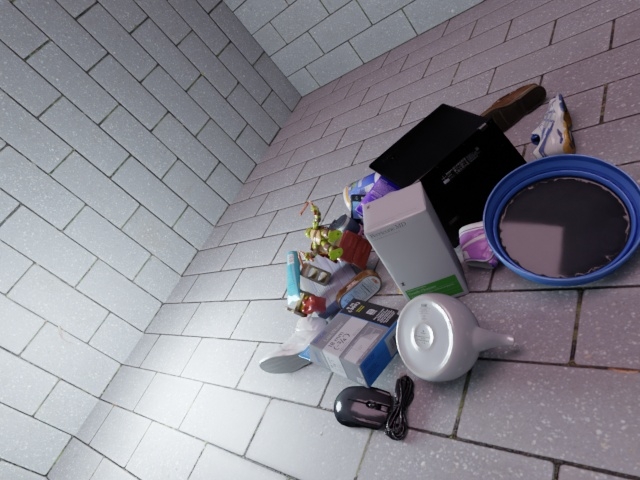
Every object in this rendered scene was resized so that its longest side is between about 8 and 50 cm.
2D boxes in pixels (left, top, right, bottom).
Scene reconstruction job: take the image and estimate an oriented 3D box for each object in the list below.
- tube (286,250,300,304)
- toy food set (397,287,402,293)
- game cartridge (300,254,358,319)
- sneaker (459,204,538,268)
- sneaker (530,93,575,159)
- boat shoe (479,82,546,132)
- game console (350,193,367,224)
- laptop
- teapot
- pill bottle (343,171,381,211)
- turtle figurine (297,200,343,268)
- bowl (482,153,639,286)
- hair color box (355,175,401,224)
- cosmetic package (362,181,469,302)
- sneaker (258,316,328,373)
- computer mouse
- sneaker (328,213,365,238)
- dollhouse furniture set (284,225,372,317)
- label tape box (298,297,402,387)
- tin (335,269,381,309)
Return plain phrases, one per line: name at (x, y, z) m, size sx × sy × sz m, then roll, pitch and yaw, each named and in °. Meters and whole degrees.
tube at (-0.105, 0.142, 1.755) m, size 0.080 × 0.052 × 0.207 m, roll -37°, pitch 46°, yaw 48°
toy food set at (0.311, 0.155, 1.575) m, size 0.083 × 0.020 × 0.083 m, roll 5°, pitch 55°, yaw 54°
game cartridge at (0.035, 0.162, 1.881) m, size 0.230 × 0.068 × 0.355 m, roll -45°, pitch 29°, yaw 8°
sneaker at (0.571, 0.005, 1.381) m, size 0.282 × 0.102 × 0.161 m, roll -24°, pitch 46°, yaw 37°
sneaker at (0.801, -0.400, 1.577) m, size 0.131 × 0.112 × 0.296 m, roll -18°, pitch 38°, yaw 40°
boat shoe at (0.748, -0.523, 1.822) m, size 0.307 × 0.110 × 0.104 m, roll -28°, pitch 28°, yaw 9°
game console at (0.182, -0.119, 1.947) m, size 0.124 × 0.143 × 0.085 m, roll 5°, pitch 26°, yaw 18°
laptop at (0.461, -0.250, 1.620) m, size 0.382 × 0.408 × 0.236 m, roll -40°, pitch 2°, yaw 0°
teapot at (0.343, 0.265, 1.237) m, size 0.252 × 0.187 × 0.256 m, roll -62°, pitch 39°, yaw 27°
pill bottle at (0.250, -0.225, 2.007) m, size 0.272 × 0.152 × 0.152 m, roll -22°, pitch 36°, yaw 35°
turtle figurine at (0.000, 0.000, 1.670) m, size 0.217 × 0.087 × 0.269 m, roll 27°, pitch 113°, yaw 53°
bowl at (0.654, -0.056, 1.231) m, size 0.392 × 0.077 × 0.390 m, roll -14°, pitch 57°, yaw 22°
hair color box at (0.289, -0.201, 1.777) m, size 0.110 × 0.185 × 0.338 m, roll 34°, pitch 85°, yaw 20°
cosmetic package at (0.295, 0.026, 1.385) m, size 0.197 × 0.365 × 0.155 m, roll -23°, pitch 35°, yaw 21°
sneaker at (-0.094, 0.392, 1.709) m, size 0.293 × 0.108 × 0.169 m, roll -23°, pitch 33°, yaw 17°
computer mouse at (0.135, 0.479, 1.327) m, size 0.272 × 0.072 × 0.188 m, roll -17°, pitch 40°, yaw 40°
sneaker at (0.102, -0.029, 2.008) m, size 0.112 × 0.131 × 0.319 m, roll -59°, pitch 9°, yaw -9°
dollhouse furniture set at (0.034, 0.141, 1.745) m, size 0.201 × 0.152 × 0.373 m, roll 14°, pitch 80°, yaw 56°
label tape box at (0.091, 0.310, 1.473) m, size 0.334 × 0.105 × 0.241 m, roll 8°, pitch 41°, yaw 47°
tin at (0.143, 0.188, 1.661) m, size 0.190 × 0.106 × 0.040 m, roll -42°, pitch 37°, yaw 7°
